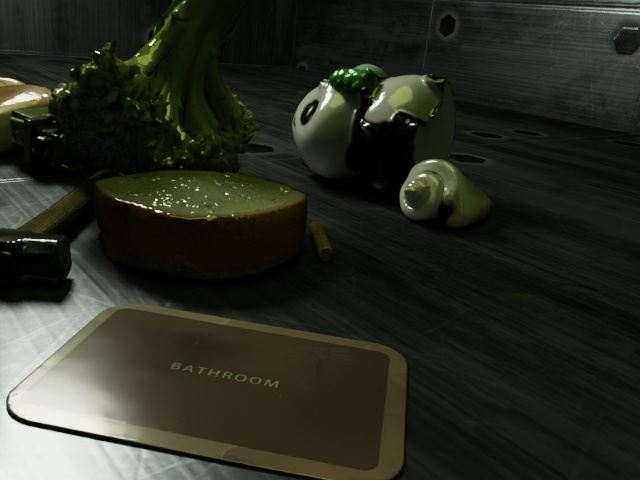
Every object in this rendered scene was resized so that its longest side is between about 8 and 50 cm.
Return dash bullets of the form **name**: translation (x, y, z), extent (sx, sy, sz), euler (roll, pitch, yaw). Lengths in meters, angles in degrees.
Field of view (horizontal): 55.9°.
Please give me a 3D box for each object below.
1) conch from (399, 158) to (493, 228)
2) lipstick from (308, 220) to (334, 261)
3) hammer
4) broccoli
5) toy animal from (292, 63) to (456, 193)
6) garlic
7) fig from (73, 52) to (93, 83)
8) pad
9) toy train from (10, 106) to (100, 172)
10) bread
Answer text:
- **conch**: translation (0.187, -0.058, 0.887), extent (0.104, 0.094, 0.176), euler (8, -12, 47)
- **lipstick**: translation (0.000, 0.000, 0.722), extent (0.019, 0.019, 0.094), euler (2, 20, -10)
- **hammer**: translation (-0.303, -0.035, 0.713), extent (0.111, 0.043, 0.365), euler (3, 18, -4)
- **broccoli**: translation (-0.177, -0.252, 0.872), extent (0.275, 0.396, 0.353), euler (28, -12, -21)
- **toy animal**: translation (0.083, -0.193, 1.005), extent (0.267, 0.212, 0.213), euler (19, 23, 24)
- **garlic**: translation (-0.548, -0.210, 1.028), extent (0.228, 0.110, 0.217), euler (0, 31, 5)
- **fig**: translation (-0.439, -0.269, 1.181), extent (0.119, 0.153, 0.119), euler (31, 24, -16)
- **pad**: translation (-0.069, 0.100, 0.447), extent (0.266, 0.002, 0.176), euler (8, 20, 7)
- **toy train**: translation (-0.390, -0.176, 0.975), extent (0.137, 0.090, 0.225), euler (22, 24, 20)
- **bread**: translation (-0.133, -0.026, 0.682), extent (0.236, 0.069, 0.236), euler (6, 19, -2)
